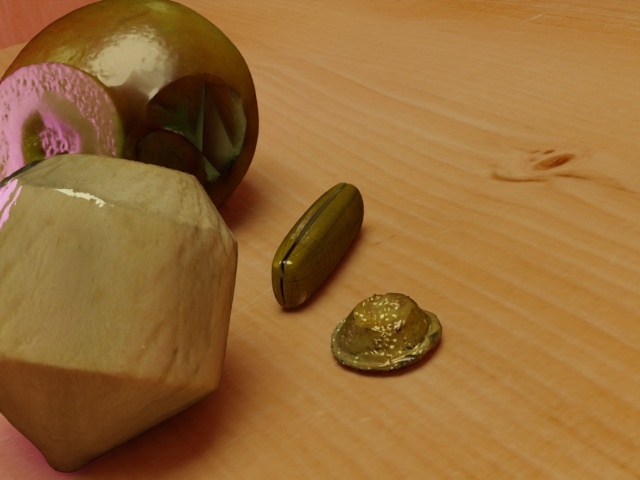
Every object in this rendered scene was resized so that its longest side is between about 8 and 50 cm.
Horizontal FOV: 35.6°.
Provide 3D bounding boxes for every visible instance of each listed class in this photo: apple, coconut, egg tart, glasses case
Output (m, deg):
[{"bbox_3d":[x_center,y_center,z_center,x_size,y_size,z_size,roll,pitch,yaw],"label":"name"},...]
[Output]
[{"bbox_3d":[-0.272,-0.162,1.447,0.384,0.374,0.374,-50,38,-9],"label":"apple"},{"bbox_3d":[-0.225,0.075,1.008,0.329,0.328,0.328,-8,27,4],"label":"coconut"},{"bbox_3d":[0.070,0.096,1.098,0.129,0.049,0.128,-10,28,5],"label":"egg tart"},{"bbox_3d":[0.000,0.000,1.273,0.064,0.079,0.234,9,33,20],"label":"glasses case"}]

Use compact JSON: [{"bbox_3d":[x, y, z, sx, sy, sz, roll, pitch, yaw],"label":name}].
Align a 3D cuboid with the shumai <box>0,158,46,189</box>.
[{"bbox_3d":[-0.305,0.029,1.298,0.272,0.203,0.222,40,55,11],"label":"shumai"}]
